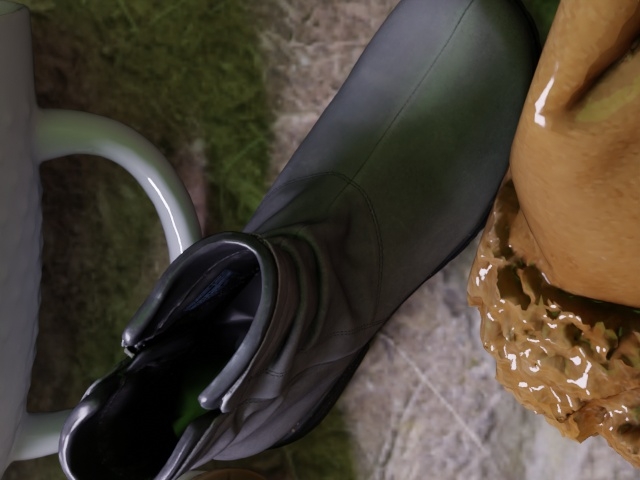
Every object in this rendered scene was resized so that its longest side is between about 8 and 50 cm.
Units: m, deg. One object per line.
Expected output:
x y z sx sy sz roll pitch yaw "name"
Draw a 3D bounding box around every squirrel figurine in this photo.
0.282 -0.011 0.899 0.370 0.281 0.397 20 114 6 "squirrel figurine"

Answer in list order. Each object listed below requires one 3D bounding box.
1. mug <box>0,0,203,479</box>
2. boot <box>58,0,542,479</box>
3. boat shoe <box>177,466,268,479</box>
-0.255 0.026 1.063 0.374 0.276 0.328 -3 103 -9 "mug"
0.000 0.000 0.978 0.118 0.223 0.338 31 102 15 "boot"
-0.052 0.288 1.087 0.098 0.109 0.302 -12 90 58 "boat shoe"
